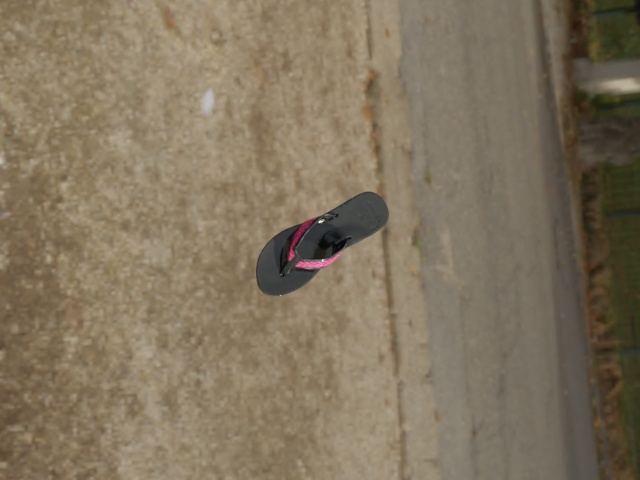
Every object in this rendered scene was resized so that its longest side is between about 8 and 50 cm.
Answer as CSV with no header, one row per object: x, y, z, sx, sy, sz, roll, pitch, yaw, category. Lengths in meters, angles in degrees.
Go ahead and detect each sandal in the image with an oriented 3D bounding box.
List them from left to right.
0.000,0.000,1.216,0.067,0.179,0.040,57,-6,-2,sandal
